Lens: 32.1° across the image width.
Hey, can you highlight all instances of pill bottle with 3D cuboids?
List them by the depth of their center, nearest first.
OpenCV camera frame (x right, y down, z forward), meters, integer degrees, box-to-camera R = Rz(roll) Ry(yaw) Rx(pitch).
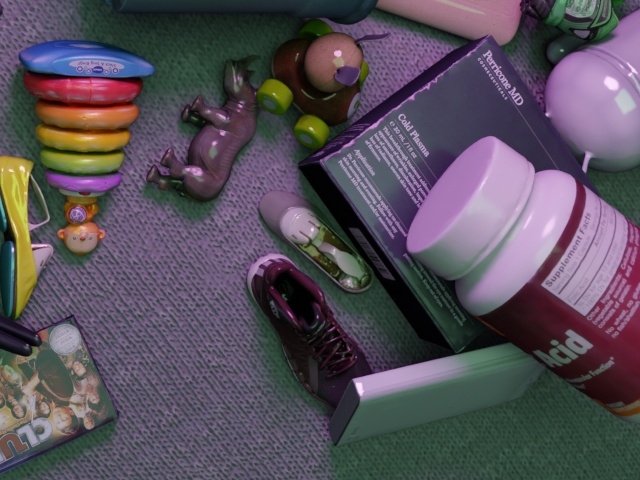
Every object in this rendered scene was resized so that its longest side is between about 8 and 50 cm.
[{"bbox_3d":[0.323,0.050,1.471,0.392,0.224,0.224,35,84,-11],"label":"pill bottle"}]

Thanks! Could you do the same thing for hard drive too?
[{"bbox_3d":[0.176,0.219,1.627,0.307,0.203,0.040,-12,64,-17],"label":"hard drive"}]

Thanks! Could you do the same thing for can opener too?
[{"bbox_3d":[-0.477,0.116,1.553,0.186,0.059,0.073,15,131,6],"label":"can opener"}]

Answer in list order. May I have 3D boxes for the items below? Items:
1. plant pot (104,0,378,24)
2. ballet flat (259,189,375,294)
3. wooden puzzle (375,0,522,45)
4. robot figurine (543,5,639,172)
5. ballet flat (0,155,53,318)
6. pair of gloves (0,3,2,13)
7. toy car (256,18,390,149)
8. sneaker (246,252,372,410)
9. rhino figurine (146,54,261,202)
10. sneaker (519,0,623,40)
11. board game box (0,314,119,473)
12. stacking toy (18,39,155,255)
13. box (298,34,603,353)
[{"bbox_3d":[-0.126,-0.441,1.461,0.334,0.341,0.341,-10,93,-22],"label":"plant pot"},{"bbox_3d":[0.000,0.000,1.661,0.213,0.068,0.072,42,82,-9],"label":"ballet flat"},{"bbox_3d":[0.183,-0.503,1.694,0.322,0.080,0.348,16,92,-11],"label":"wooden puzzle"},{"bbox_3d":[0.484,-0.236,1.686,0.353,0.200,0.300,-35,55,-15],"label":"robot figurine"},{"bbox_3d":[-0.419,-0.007,1.572,0.077,0.077,0.231,-8,90,-28],"label":"ballet flat"},{"bbox_3d":[-0.498,-0.335,1.579,0.083,0.010,0.074,-21,96,-8],"label":"pair of gloves"},{"bbox_3d":[0.027,-0.238,1.577,0.149,0.188,0.155,42,64,-22],"label":"toy car"},{"bbox_3d":[-0.005,0.147,1.613,0.106,0.162,0.281,-39,98,-9],"label":"sneaker"},{"bbox_3d":[-0.149,-0.166,1.624,0.106,0.073,0.243,32,82,-20],"label":"rhino figurine"},{"bbox_3d":[0.424,-0.433,1.684,0.146,0.134,0.343,32,66,-7],"label":"sneaker"},{"bbox_3d":[-0.431,0.230,1.584,0.243,0.042,0.165,-25,96,-11],"label":"board game box"},{"bbox_3d":[-0.335,-0.122,1.563,0.175,0.166,0.302,0,105,-21],"label":"stacking toy"},{"bbox_3d":[0.199,-0.067,1.646,0.312,0.179,0.343,-36,98,-8],"label":"box"}]
